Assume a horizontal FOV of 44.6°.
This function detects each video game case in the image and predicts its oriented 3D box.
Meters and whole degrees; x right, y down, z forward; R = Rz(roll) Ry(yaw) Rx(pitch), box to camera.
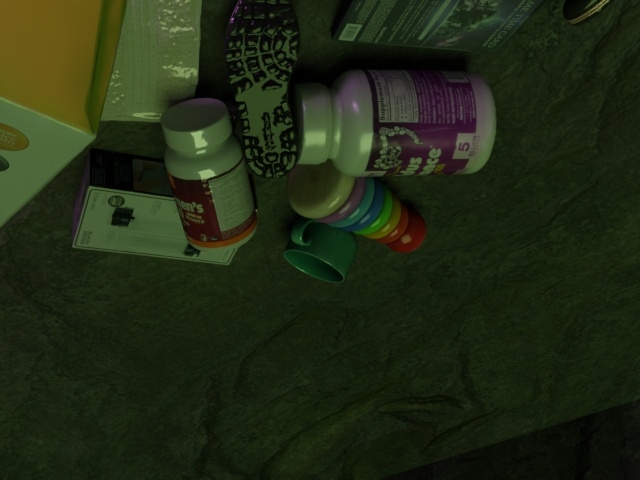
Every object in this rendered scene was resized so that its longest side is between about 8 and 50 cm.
[{"bbox_3d":[0.172,-0.333,1.116,0.274,0.026,0.196,-1,164,-16],"label":"video game case"}]

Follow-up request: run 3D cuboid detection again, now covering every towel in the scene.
[{"bbox_3d":[-0.267,-0.276,1.110,0.187,0.049,0.282,-2,142,-14],"label":"towel"}]

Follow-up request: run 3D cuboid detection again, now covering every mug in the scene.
[{"bbox_3d":[0.007,0.005,1.483,0.129,0.097,0.158,25,161,1],"label":"mug"}]

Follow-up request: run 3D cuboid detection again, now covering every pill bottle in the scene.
[{"bbox_3d":[-0.172,-0.099,1.206,0.121,0.121,0.221,-10,129,-2],"label":"pill bottle"},{"bbox_3d":[0.108,-0.184,1.232,0.301,0.169,0.169,-2,142,-12],"label":"pill bottle"}]

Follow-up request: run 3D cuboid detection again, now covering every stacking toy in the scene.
[{"bbox_3d":[0.089,-0.054,1.436,0.141,0.141,0.330,-32,143,25],"label":"stacking toy"}]

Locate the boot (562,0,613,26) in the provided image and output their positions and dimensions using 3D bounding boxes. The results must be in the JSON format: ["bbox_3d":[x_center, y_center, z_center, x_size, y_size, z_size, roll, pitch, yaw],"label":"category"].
[{"bbox_3d":[0.380,-0.415,1.097,0.137,0.077,0.198,20,120,-29],"label":"boot"}]

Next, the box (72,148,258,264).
[{"bbox_3d":[-0.273,-0.052,1.368,0.290,0.087,0.169,7,139,-23],"label":"box"}]

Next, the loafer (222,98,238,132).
[{"bbox_3d":[-0.185,-0.168,1.265,0.061,0.062,0.170,16,134,-25],"label":"loafer"}]

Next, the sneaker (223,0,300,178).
[{"bbox_3d":[-0.089,-0.245,1.167,0.107,0.124,0.283,-2,117,-6],"label":"sneaker"}]

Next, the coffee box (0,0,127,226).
[{"bbox_3d":[-0.403,-0.250,0.772,0.337,0.338,0.334,22,153,-32],"label":"coffee box"}]
